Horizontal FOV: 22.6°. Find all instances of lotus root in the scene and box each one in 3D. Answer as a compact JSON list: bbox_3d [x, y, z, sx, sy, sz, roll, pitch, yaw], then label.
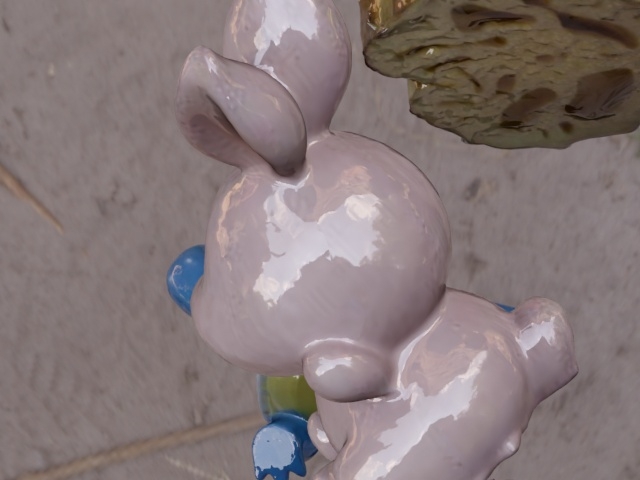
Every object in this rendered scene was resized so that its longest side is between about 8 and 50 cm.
[{"bbox_3d":[0.161,-0.229,1.386,0.316,0.316,0.250,-7,67,-1],"label":"lotus root"}]

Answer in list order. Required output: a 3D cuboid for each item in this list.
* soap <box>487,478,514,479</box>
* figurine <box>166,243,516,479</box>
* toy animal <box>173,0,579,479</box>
[{"bbox_3d":[0.160,0.300,1.381,0.289,0.112,0.182,14,92,32],"label":"soap"},{"bbox_3d":[0.038,0.138,1.645,0.416,0.243,0.298,20,106,-25],"label":"figurine"},{"bbox_3d":[-0.002,0.001,0.609,0.124,0.124,0.212,-36,106,-11],"label":"toy animal"}]
